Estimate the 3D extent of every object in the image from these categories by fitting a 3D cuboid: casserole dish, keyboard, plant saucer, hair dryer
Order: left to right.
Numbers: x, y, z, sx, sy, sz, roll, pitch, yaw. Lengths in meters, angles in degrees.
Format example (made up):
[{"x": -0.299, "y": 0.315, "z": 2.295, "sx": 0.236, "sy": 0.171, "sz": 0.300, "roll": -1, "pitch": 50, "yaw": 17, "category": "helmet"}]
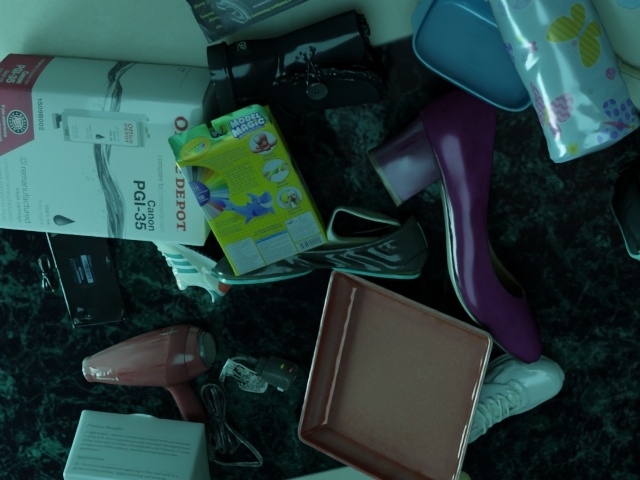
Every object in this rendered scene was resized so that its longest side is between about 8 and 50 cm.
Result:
[{"x": -0.337, "y": 0.037, "z": 2.018, "sx": 0.108, "sy": 0.023, "sz": 0.180, "roll": -8, "pitch": 115, "yaw": 6, "category": "keyboard"}, {"x": -0.194, "y": 0.218, "z": 2.059, "sx": 0.293, "sy": 0.080, "sz": 0.223, "roll": 23, "pitch": 119, "yaw": -4, "category": "hair dryer"}, {"x": 0.104, "y": 0.194, "z": 1.944, "sx": 0.258, "sy": 0.048, "sz": 0.259, "roll": 23, "pitch": 111, "yaw": 32, "category": "plant saucer"}, {"x": 0.191, "y": -0.228, "z": 1.762, "sx": 0.188, "sy": 0.037, "sz": 0.114, "roll": 29, "pitch": 76, "yaw": -8, "category": "casserole dish"}]

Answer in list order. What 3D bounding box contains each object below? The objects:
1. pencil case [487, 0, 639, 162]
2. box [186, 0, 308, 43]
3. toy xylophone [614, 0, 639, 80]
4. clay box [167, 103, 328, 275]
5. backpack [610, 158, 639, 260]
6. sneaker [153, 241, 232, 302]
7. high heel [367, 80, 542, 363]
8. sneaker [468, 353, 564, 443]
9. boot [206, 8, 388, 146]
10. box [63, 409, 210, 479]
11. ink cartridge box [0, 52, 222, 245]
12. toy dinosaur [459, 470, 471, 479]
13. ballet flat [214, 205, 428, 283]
[{"x": 0.269, "y": -0.226, "z": 1.692, "sx": 0.113, "sy": 0.124, "sz": 0.273, "roll": -26, "pitch": 94, "yaw": -21, "category": "pencil case"}, {"x": -0.049, "y": -0.401, "z": 1.710, "sx": 0.307, "sy": 0.076, "sz": 0.242, "roll": -21, "pitch": 113, "yaw": 19, "category": "box"}, {"x": 0.461, "y": -0.254, "z": 1.708, "sx": 0.323, "sy": 0.081, "sz": 0.236, "roll": 20, "pitch": 119, "yaw": -2, "category": "toy xylophone"}, {"x": -0.089, "y": -0.070, "z": 1.789, "sx": 0.127, "sy": 0.053, "sz": 0.222, "roll": -20, "pitch": 125, "yaw": 6, "category": "clay box"}, {"x": 0.443, "y": -0.042, "z": 1.762, "sx": 0.144, "sy": 0.188, "sz": 0.166, "roll": 32, "pitch": 117, "yaw": -9, "category": "backpack"}, {"x": -0.189, "y": 0.027, "z": 1.969, "sx": 0.161, "sy": 0.057, "sz": 0.075, "roll": 29, "pitch": 112, "yaw": -10, "category": "sneaker"}, {"x": 0.230, "y": -0.014, "z": 1.854, "sx": 0.181, "sy": 0.127, "sz": 0.377, "roll": -31, "pitch": 115, "yaw": 12, "category": "high heel"}, {"x": 0.221, "y": 0.228, "z": 1.980, "sx": 0.232, "sy": 0.115, "sz": 0.090, "roll": -21, "pitch": 113, "yaw": 18, "category": "sneaker"}, {"x": -0.015, "y": -0.160, "z": 1.820, "sx": 0.207, "sy": 0.094, "sz": 0.246, "roll": -10, "pitch": 128, "yaw": 4, "category": "boot"}, {"x": -0.256, "y": 0.347, "z": 2.087, "sx": 0.181, "sy": 0.119, "sz": 0.182, "roll": 6, "pitch": 137, "yaw": 7, "category": "box"}, {"x": -0.272, "y": -0.118, "z": 1.870, "sx": 0.283, "sy": 0.117, "sz": 0.207, "roll": 5, "pitch": 118, "yaw": 6, "category": "ink cartridge box"}, {"x": 0.170, "y": 0.347, "z": 2.098, "sx": 0.093, "sy": 0.053, "sz": 0.183, "roll": -13, "pitch": 124, "yaw": -2, "category": "toy dinosaur"}, {"x": 0.000, "y": 0.000, "z": 1.915, "sx": 0.280, "sy": 0.095, "sz": 0.096, "roll": -3, "pitch": 108, "yaw": -2, "category": "ballet flat"}]
